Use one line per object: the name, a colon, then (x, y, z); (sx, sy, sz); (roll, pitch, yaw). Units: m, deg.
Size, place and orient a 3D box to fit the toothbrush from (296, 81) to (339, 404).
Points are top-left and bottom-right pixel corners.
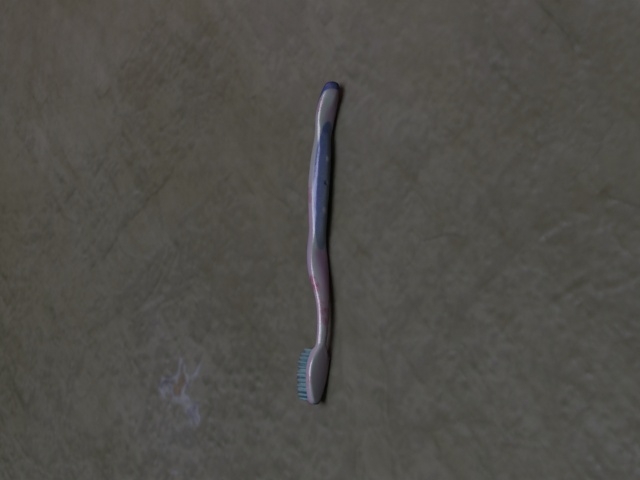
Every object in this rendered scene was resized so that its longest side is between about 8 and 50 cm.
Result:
toothbrush: (0.000, 0.000, 1.077); (0.027, 0.021, 0.269); (-3, 79, 38)
